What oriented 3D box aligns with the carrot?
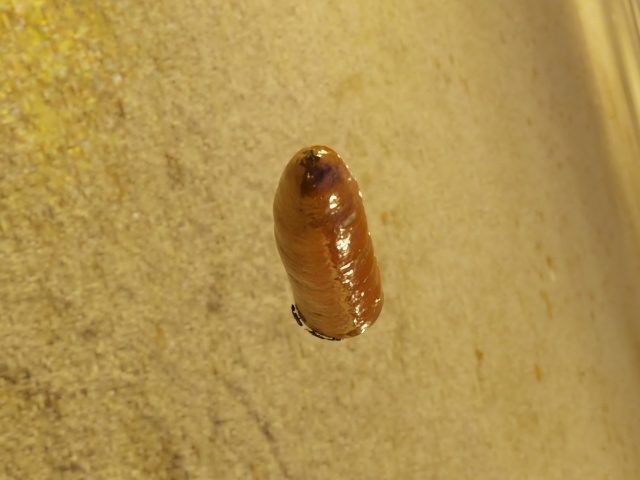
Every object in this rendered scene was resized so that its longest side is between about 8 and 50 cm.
[{"bbox_3d":[0.000,0.000,0.513,0.139,0.048,0.048,74,10,-63],"label":"carrot"}]
